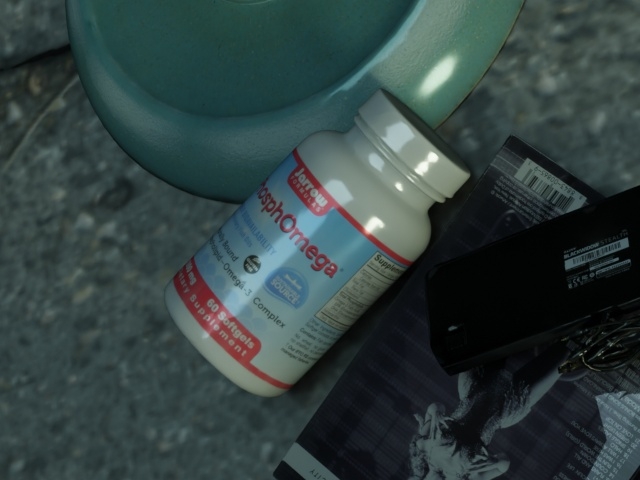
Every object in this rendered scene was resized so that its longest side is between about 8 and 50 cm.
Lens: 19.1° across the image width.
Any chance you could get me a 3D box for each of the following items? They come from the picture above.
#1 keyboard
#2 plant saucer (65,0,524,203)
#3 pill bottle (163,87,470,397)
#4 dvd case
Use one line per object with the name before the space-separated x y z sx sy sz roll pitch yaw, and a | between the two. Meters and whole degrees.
keyboard | 0.143 0.026 0.927 0.192 0.038 0.100 -22 43 23
plant saucer | -0.026 -0.178 1.091 0.317 0.044 0.317 -9 71 28
pill bottle | 0.000 0.000 0.995 0.160 0.087 0.087 -47 59 10
dvd case | 0.095 0.078 0.959 0.164 0.018 0.221 37 95 31
